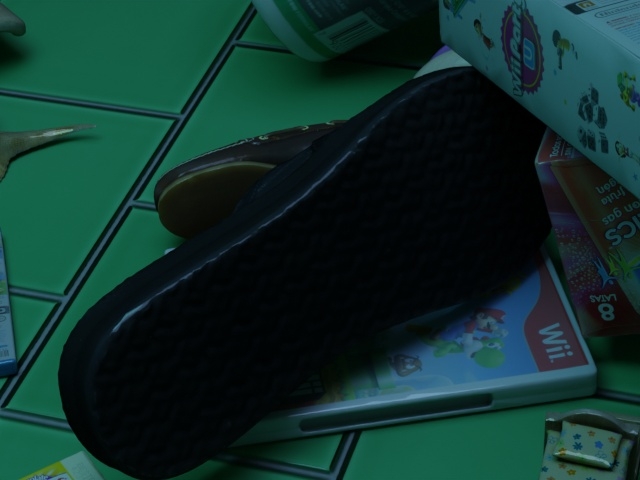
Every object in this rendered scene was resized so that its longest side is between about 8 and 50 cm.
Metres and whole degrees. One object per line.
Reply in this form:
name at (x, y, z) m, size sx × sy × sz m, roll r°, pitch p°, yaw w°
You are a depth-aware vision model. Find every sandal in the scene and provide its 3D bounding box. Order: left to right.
sandal at (-0.002, -0.001, 1.197) m, size 0.446 × 0.167 × 0.107 m, roll -29°, pitch 28°, yaw -29°

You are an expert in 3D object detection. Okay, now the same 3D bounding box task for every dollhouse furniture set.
dollhouse furniture set at (0.114, 0.144, 1.082) m, size 0.161 × 0.101 × 0.182 m, roll 8°, pitch 40°, yaw 14°

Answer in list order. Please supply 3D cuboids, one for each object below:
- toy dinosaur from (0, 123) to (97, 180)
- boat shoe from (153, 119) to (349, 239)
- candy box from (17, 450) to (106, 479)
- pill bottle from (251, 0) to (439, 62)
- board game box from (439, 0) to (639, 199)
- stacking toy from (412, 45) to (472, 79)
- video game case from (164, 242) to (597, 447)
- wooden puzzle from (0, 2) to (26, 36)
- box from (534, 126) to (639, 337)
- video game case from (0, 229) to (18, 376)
toy dinosaur at (-0.289, -0.081, 1.450) m, size 0.183 × 0.053 × 0.092 m, roll -19°, pitch 58°, yaw -32°
boat shoe at (-0.035, -0.051, 1.366) m, size 0.207 × 0.073 × 0.073 m, roll -8°, pitch 37°, yaw -18°
candy box at (-0.216, 0.210, 1.083) m, size 0.206 × 0.027 × 0.105 m, roll -23°, pitch 40°, yaw -23°
pill bottle at (0.105, -0.314, 1.470) m, size 0.361 × 0.204 × 0.204 m, roll -25°, pitch 34°, yaw 19°
board game box at (0.238, -0.145, 1.124) m, size 0.224 × 0.097 × 0.303 m, roll -15°, pitch 31°, yaw -16°
stacking toy at (0.177, -0.166, 1.455) m, size 0.141 × 0.141 × 0.330 m, roll 10°, pitch 36°, yaw 16°
video game case at (0.036, 0.057, 1.260) m, size 0.285 × 0.025 × 0.204 m, roll -7°, pitch 39°, yaw -6°
wooden puzzle at (-0.490, -0.194, 1.577) m, size 0.348 × 0.080 × 0.322 m, roll -23°, pitch 43°, yaw -29°
box at (0.265, -0.076, 1.271) m, size 0.142 × 0.154 × 0.300 m, roll -6°, pitch 31°, yaw 23°
video game case at (-0.293, 0.052, 1.298) m, size 0.119 × 0.015 × 0.166 m, roll -10°, pitch 39°, yaw -8°
